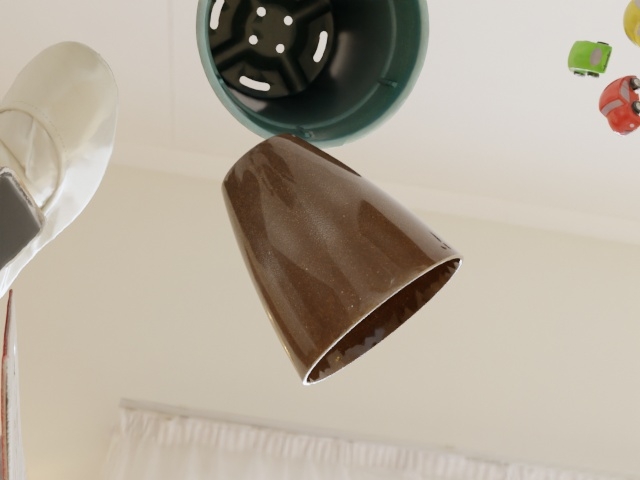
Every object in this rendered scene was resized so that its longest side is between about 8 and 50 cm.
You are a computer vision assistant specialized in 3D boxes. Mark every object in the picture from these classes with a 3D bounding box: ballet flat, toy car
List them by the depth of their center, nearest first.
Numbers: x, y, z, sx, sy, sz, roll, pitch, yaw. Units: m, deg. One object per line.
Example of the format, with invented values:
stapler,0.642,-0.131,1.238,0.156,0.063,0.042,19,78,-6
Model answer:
ballet flat,-0.348,-0.038,0.870,0.139,0.139,0.400,28,-56,-25
toy car,0.469,-0.300,1.335,0.053,0.225,0.238,12,-81,-19

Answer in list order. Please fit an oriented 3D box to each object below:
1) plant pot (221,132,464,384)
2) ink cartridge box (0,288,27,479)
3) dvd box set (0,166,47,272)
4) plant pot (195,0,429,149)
plant pot,0.000,0.000,0.886,0.230,0.215,0.215,52,-40,16
ink cartridge box,-0.233,0.181,0.553,0.066,0.261,0.296,-5,5,-20
dvd box set,-0.440,0.059,0.570,0.421,0.307,0.062,1,-52,32
plant pot,-0.049,-0.335,1.296,0.341,0.334,0.340,-4,-75,-15
